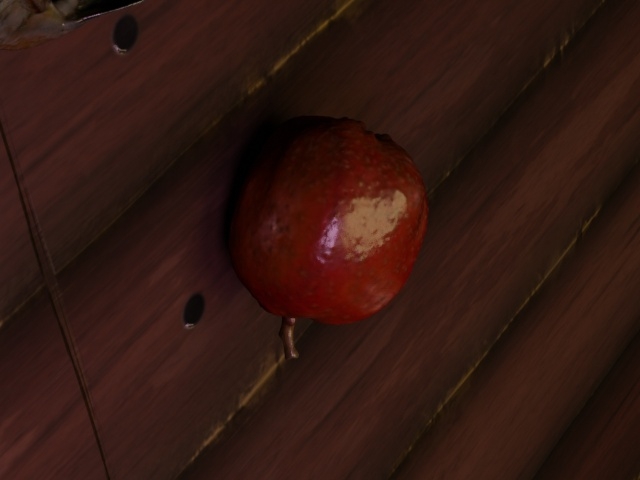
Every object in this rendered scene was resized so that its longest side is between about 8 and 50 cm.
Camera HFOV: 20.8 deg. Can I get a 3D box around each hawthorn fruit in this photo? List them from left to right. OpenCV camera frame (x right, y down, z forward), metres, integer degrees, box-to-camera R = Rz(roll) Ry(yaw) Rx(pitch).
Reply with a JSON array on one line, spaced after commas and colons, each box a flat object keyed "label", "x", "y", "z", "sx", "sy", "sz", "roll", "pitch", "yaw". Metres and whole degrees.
[{"label": "hawthorn fruit", "x": 0.000, "y": 0.000, "z": 1.779, "sx": 0.205, "sy": 0.205, "sz": 0.253, "roll": 23, "pitch": 89, "yaw": -59}]

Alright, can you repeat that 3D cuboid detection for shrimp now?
[{"label": "shrimp", "x": -0.191, "y": -0.236, "z": 1.429, "sx": 0.289, "sy": 0.075, "sz": 0.178, "roll": -38, "pitch": 157, "yaw": -30}]
